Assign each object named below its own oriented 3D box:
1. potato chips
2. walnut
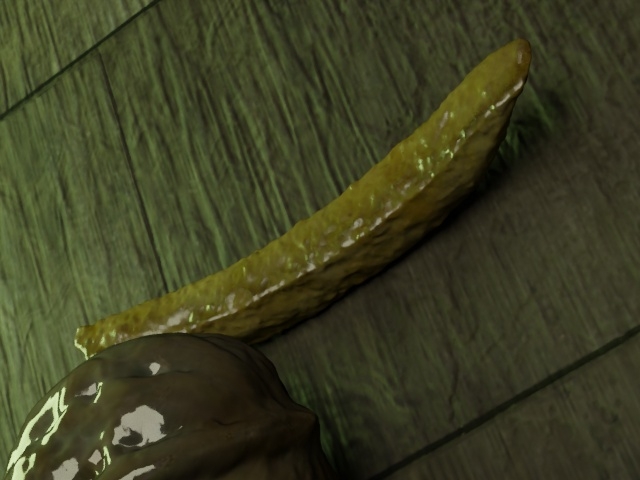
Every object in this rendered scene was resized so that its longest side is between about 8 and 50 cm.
[{"bbox_3d":[0.000,0.000,1.199,0.407,0.080,0.057,-33,38,21],"label":"potato chips"},{"bbox_3d":[-0.097,0.166,1.116,0.224,0.224,0.224,-15,62,30],"label":"walnut"}]
